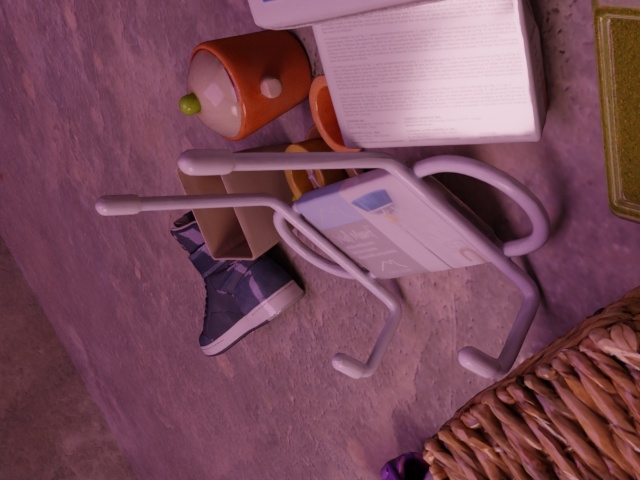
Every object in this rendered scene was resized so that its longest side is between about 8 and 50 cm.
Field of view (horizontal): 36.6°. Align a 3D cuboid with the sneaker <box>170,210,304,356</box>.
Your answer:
[{"bbox_3d":[-0.124,0.044,1.178,0.163,0.086,0.226,51,143,0],"label":"sneaker"}]

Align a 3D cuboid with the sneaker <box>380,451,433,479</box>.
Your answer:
[{"bbox_3d":[0.092,0.275,1.027,0.236,0.095,0.104,-21,88,58],"label":"sneaker"}]

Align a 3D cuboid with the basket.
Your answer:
[{"bbox_3d":[0.257,0.180,0.645,0.213,0.223,0.299,-41,75,28],"label":"basket"}]

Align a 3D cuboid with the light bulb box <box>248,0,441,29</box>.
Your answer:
[{"bbox_3d":[0.107,-0.286,0.322,0.361,0.225,0.357,7,119,53],"label":"light bulb box"}]

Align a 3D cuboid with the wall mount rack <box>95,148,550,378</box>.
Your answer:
[{"bbox_3d":[0.000,0.000,0.789,0.304,0.130,0.350,38,157,-19],"label":"wall mount rack"}]

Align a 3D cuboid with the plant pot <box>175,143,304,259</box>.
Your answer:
[{"bbox_3d":[-0.072,-0.048,1.010,0.109,0.096,0.109,-1,113,61],"label":"plant pot"}]

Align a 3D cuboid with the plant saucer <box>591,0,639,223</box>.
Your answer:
[{"bbox_3d":[0.222,-0.069,0.537,0.188,0.045,0.188,23,133,51],"label":"plant saucer"}]

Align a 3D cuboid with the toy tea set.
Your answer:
[{"bbox_3d":[-0.023,-0.141,0.812,0.200,0.124,0.336,57,152,12],"label":"toy tea set"}]

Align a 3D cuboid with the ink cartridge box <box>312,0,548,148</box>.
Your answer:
[{"bbox_3d":[0.067,-0.146,0.641,0.146,0.045,0.179,0,126,22],"label":"ink cartridge box"}]
